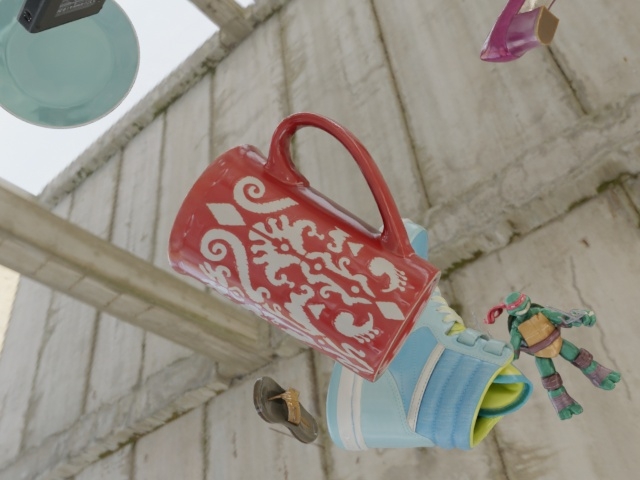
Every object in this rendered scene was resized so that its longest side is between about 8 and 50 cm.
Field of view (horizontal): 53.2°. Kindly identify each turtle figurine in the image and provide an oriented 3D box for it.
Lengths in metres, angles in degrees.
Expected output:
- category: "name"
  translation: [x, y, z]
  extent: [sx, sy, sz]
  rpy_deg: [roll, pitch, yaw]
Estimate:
- category: "turtle figurine"
  translation: [0.351, 0.156, 1.001]
  extent: [0.175, 0.234, 0.118]
  rpy_deg: [-38, -173, 21]

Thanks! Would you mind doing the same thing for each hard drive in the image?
- category: "hard drive"
  translation: [-0.208, -0.247, 0.567]
  extent: [0.135, 0.022, 0.094]
  rpy_deg: [-37, -173, 40]

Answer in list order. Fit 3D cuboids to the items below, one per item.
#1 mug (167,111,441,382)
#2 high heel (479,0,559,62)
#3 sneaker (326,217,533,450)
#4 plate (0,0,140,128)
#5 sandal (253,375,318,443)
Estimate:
- category: "mug"
  translation: [-0.006, 0.007, 0.450]
  extent: [0.169, 0.150, 0.113]
  rpy_deg: [32, -133, 15]
- category: "high heel"
  translation: [0.313, -0.371, 0.937]
  extent: [0.117, 0.082, 0.244]
  rpy_deg: [1, -110, 58]
- category: "sneaker"
  translation: [0.144, 0.105, 0.749]
  extent: [0.208, 0.127, 0.319]
  rpy_deg: [1, -129, 22]
- category: "plate"
  translation: [-0.313, -0.224, 0.770]
  extent: [0.188, 0.188, 0.024]
  rpy_deg: [-63, -173, -10]
- category: "sandal"
  translation: [-0.056, 0.327, 1.240]
  extent: [0.060, 0.219, 0.090]
  rpy_deg: [-25, -142, 21]
